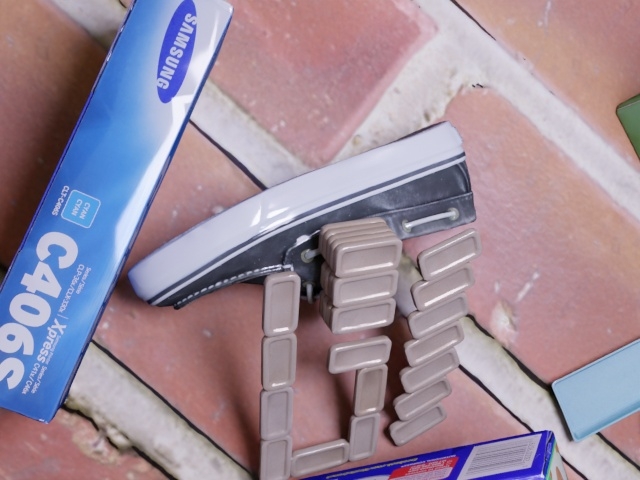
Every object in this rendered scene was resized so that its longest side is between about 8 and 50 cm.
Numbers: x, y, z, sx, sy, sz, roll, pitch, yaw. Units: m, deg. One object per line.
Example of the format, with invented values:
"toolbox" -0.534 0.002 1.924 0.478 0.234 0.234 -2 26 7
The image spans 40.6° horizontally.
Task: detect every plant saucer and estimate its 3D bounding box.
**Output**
"plant saucer" 0.327 0.137 0.891 0.192 0.018 0.067 -23 92 -13

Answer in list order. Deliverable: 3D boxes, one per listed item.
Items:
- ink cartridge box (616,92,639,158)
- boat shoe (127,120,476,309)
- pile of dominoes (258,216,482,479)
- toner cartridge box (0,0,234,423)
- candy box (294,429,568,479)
"ink cartridge box" 0.447 -0.145 0.800 0.201 0.278 0.117 -28 92 -12
"boat shoe" 0.000 0.000 0.775 0.335 0.121 0.119 -24 92 -12
"pile of dominoes" 0.035 0.097 0.772 0.195 0.040 0.251 -9 125 -20
"toner cartridge box" -0.179 -0.034 0.718 0.075 0.165 0.348 24 83 -11
"candy box" 0.109 0.348 0.719 0.268 0.122 0.317 -18 91 21
